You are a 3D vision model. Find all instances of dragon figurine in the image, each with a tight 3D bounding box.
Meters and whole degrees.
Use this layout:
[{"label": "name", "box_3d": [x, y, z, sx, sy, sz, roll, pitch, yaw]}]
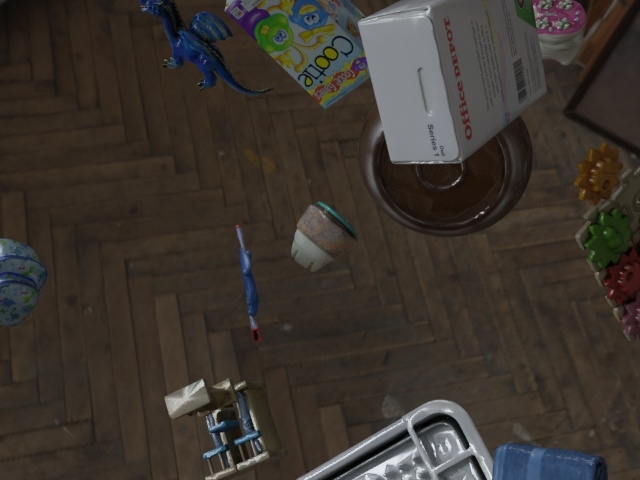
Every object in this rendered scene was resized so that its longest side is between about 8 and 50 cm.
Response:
[{"label": "dragon figurine", "box_3d": [-0.223, -0.369, 1.568, 0.289, 0.144, 0.085, 33, 59, 9]}]

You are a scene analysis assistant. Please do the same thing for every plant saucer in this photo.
[{"label": "plant saucer", "box_3d": [0.214, -0.136, 1.462, 0.310, 0.311, 0.050, 22, 31, 2]}]

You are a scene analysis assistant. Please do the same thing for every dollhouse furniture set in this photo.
[{"label": "dollhouse furniture set", "box_3d": [-0.165, 0.300, 1.291, 0.128, 0.183, 0.129, -28, 70, 19]}]

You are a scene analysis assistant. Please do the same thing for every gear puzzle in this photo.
[{"label": "gear puzzle", "box_3d": [0.458, -0.009, 1.195, 0.175, 0.044, 0.339, -44, 121, -12]}]

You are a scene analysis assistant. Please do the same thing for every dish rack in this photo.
[{"label": "dish rack", "box_3d": [0.125, 0.414, 1.168, 0.332, 0.072, 0.286, -34, 63, 18]}]

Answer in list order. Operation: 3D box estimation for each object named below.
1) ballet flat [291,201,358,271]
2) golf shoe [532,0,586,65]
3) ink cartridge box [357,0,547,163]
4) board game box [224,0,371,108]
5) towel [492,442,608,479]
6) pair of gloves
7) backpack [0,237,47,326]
[{"label": "ballet flat", "box_3d": [0.000, 0.000, 1.422, 0.107, 0.316, 0.106, 40, 91, 0]}, {"label": "golf shoe", "box_3d": [0.368, -0.409, 1.645, 0.306, 0.140, 0.115, 15, 67, 26]}, {"label": "ink cartridge box", "box_3d": [0.190, -0.247, 1.135, 0.117, 0.202, 0.278, 2, 28, 40]}, {"label": "board game box", "box_3d": [-0.027, -0.406, 1.546, 0.275, 0.142, 0.144, 40, 33, -31]}, {"label": "towel", "box_3d": [0.208, 0.224, 0.762, 0.029, 0.119, 0.067, 21, 73, -32]}, {"label": "pair of gloves", "box_3d": [-0.116, 0.069, 1.369, 0.023, 0.198, 0.159, -9, 62, -6]}, {"label": "backpack", "box_3d": [-0.451, 0.063, 1.189, 0.114, 0.105, 0.084, -53, 52, 8]}]
